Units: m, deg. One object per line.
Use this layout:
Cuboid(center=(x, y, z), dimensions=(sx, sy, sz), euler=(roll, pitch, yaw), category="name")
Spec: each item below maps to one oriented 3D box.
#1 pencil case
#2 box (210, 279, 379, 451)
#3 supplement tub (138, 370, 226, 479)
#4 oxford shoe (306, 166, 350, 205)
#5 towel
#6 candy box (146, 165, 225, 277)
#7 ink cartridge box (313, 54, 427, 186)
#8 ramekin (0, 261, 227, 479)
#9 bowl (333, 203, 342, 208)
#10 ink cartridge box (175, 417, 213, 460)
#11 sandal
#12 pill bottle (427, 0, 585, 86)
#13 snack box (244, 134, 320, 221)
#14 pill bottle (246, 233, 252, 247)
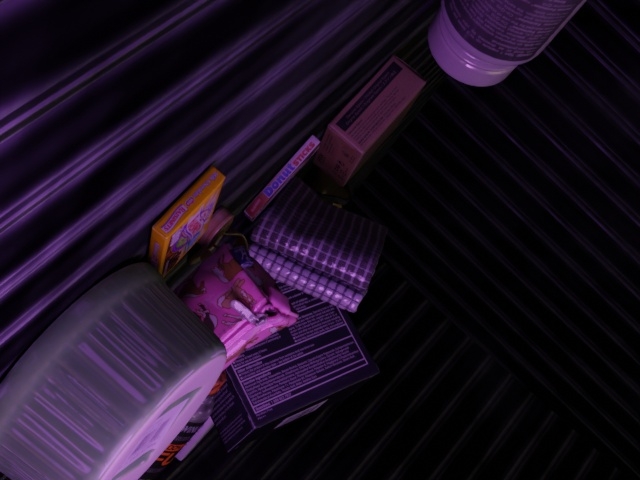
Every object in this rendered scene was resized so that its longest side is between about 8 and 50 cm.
Cuboid(center=(-0.218, 0.176, 1.394), dimensions=(0.386, 0.160, 0.167), euler=(-41, 165, -4), category="pencil case")
Cuboid(center=(-0.097, 0.206, 1.896), dimensions=(0.296, 0.294, 0.183), euler=(-18, 163, -31), category="box")
Cuboid(center=(-0.321, 0.311, 1.713), dimensions=(0.316, 0.193, 0.193), euler=(-49, 178, 12), category="supplement tub")
Cuboid(center=(0.027, -0.131, 2.180), dimensions=(0.227, 0.082, 0.096), euler=(-17, 121, -76), category="oxford shoe")
Cuboid(center=(0.000, 0.000, 1.806), dimensions=(0.284, 0.235, 0.121), euler=(-64, 176, -68), category="towel")
Cuboid(center=(-0.170, -0.016, 1.198), dimensions=(0.105, 0.027, 0.206), euler=(-51, 179, -20), category="candy box")
Cuboid(center=(0.089, -0.224, 1.864), dimensions=(0.193, 0.088, 0.235), euler=(-49, 178, -15), category="ink cartridge box")
Cuboid(center=(-0.249, 0.188, 1.159), dimensions=(0.303, 0.148, 0.303), euler=(-50, 172, -10), category="ramekin")
Cuboid(center=(-0.033, -0.008, 2.354), dimensions=(0.289, 0.156, 0.289), euler=(-48, 178, -2), category="bowl")
Cuboid(center=(-0.290, 0.314, 2.201), dimensions=(0.289, 0.211, 0.121), euler=(-49, 176, -2), category="ink cartridge box")
Cuboid(center=(-0.148, 0.018, 1.512), dimensions=(0.088, 0.079, 0.240), euler=(-48, 178, -15), category="sandal")
Cuboid(center=(0.321, -0.415, 1.586), dimensions=(0.204, 0.204, 0.361), euler=(-47, 177, -29), category="pill bottle")
Cuboid(center=(-0.067, -0.107, 1.686), dimensions=(0.178, 0.022, 0.064), euler=(-48, 180, -5), category="snack box")
Cuboid(center=(-0.127, 0.015, 2.043), dimensions=(0.120, 0.067, 0.067), euler=(-48, 178, -21), category="pill bottle")
